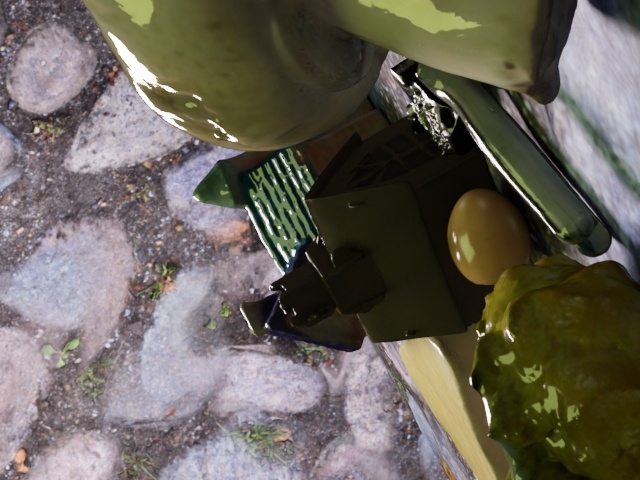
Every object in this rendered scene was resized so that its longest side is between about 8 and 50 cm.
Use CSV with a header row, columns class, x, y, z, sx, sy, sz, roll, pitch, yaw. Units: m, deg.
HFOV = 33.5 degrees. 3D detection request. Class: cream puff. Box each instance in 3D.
class,x,y,z,sx,sy,sz,roll,pitch,yaw
cream puff,0.201,0.145,0.823,0.282,0.185,0.282,48,171,10

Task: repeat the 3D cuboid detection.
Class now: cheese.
class,x,y,z,sx,sy,sz,roll,pitch,yaw
cheese,0.218,0.211,1.447,0.384,0.104,0.384,60,174,11

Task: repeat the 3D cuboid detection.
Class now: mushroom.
class,x,y,z,sx,sy,sz,roll,pitch,yaw
mushroom,0.012,-0.199,0.712,0.336,0.314,0.314,21,155,25

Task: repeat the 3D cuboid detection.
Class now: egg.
class,x,y,z,sx,sy,sz,roll,pitch,yaw
egg,0.163,-0.005,1.028,0.080,0.080,0.096,-130,27,-60

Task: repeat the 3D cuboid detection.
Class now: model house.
class,x,y,z,sx,sy,sz,roll,pitch,yaw
model house,0.054,0.000,1.151,0.211,0.243,0.204,64,173,-33
model house,0.000,0.000,1.434,0.312,0.280,0.245,62,174,1

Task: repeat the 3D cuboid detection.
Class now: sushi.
class,x,y,z,sx,sy,sz,roll,pitch,yaw
sushi,0.115,-0.124,0.993,0.083,0.056,0.084,49,168,32

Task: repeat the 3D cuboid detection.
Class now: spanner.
class,x,y,z,sx,sy,sz,roll,pitch,yaw
spanner,0.126,-0.115,0.880,0.325,0.040,0.096,56,-165,27

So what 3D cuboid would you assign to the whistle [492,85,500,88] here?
class,x,y,z,sx,sy,sz,roll,pitch,yaw
whistle,0.142,-0.132,0.835,0.033,0.029,0.083,56,-175,-15
